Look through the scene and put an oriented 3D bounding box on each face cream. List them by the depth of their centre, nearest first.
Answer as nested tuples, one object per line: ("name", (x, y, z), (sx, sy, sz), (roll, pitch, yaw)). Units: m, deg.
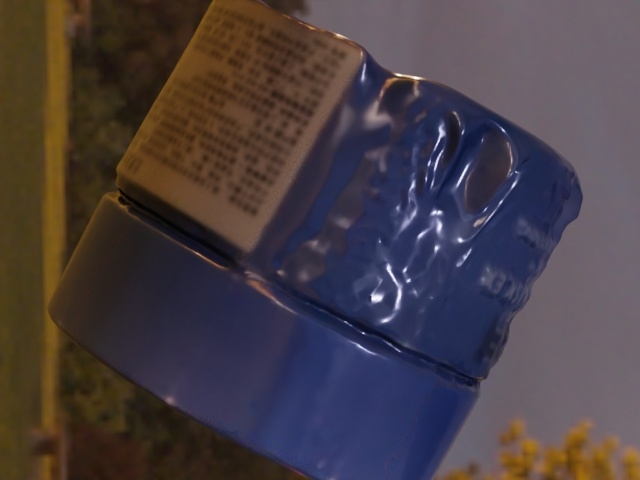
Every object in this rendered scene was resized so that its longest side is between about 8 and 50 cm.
("face cream", (0.000, 0.000, 0.996), (0.225, 0.249, 0.249), (-62, -171, 3))
